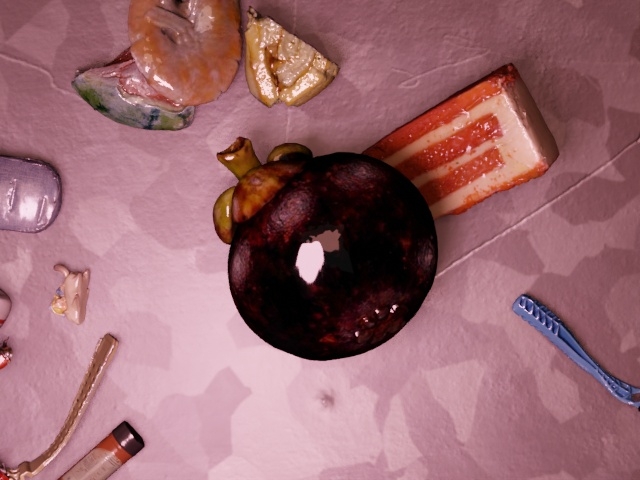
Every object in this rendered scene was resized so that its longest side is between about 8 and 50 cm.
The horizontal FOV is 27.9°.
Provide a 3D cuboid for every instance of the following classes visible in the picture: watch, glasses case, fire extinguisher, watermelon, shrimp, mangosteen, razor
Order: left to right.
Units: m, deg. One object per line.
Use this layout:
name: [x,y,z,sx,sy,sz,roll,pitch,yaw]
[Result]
glasses case: [-0.508,-0.076,1.836,0.282,0.067,0.109,8,91,2]
watch: [-0.418,0.222,1.817,0.165,0.102,0.268,30,87,-17]
fire extinguisher: [-0.333,0.329,1.834,0.177,0.050,0.062,-40,108,-1]
watermelon: [-0.261,-0.235,1.841,0.187,0.071,0.139,18,85,1]
shrimp: [-0.192,-0.345,1.818,0.168,0.077,0.317,0,82,-29]
mangosteen: [0.002,0.015,1.741,0.297,0.313,0.297,-14,115,-33]
razor: [0.378,0.165,1.839,0.253,0.042,0.082,39,47,2]

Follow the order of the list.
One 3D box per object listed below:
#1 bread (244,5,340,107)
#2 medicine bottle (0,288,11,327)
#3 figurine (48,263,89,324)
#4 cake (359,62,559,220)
bread: [-0.063,-0.248,1.828,0.156,0.103,0.110,36,101,6]
medicine bottle: [-0.549,0.154,1.799,0.131,0.131,0.250,36,89,1]
figurine: [-0.361,0.078,1.847,0.051,0.047,0.083,9,96,15]
cake: [0.197,-0.121,1.787,0.262,0.159,0.158,-31,92,1]
